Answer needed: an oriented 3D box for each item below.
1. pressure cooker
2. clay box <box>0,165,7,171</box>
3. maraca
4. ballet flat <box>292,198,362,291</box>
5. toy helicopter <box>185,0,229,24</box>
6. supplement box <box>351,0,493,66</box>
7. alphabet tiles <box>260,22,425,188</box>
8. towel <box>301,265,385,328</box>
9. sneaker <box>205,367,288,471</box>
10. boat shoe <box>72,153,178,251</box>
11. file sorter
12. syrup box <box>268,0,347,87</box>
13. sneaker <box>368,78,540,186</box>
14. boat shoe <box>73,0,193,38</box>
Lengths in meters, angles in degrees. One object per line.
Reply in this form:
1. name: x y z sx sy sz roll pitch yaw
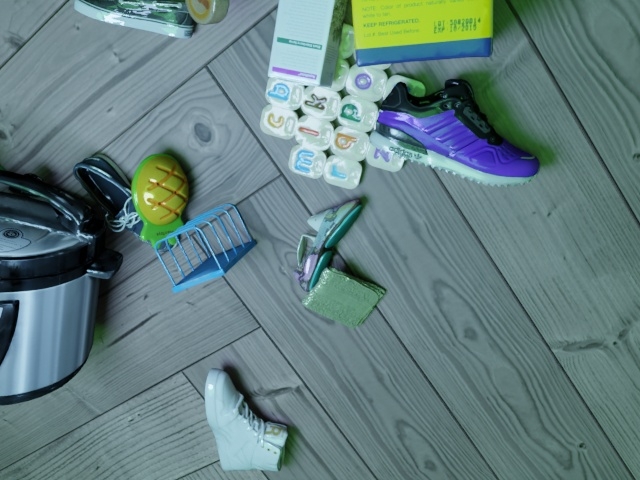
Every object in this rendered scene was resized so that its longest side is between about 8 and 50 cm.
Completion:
1. pressure cooker: -0.630 0.060 1.210 0.375 0.369 0.421 35 120 36
2. clay box: -0.786 -0.097 1.356 0.127 0.053 0.222 42 115 -5
3. maraca: -0.313 -0.078 1.203 0.099 0.127 0.186 10 106 40
4. ballet flat: 0.000 0.000 1.191 0.079 0.077 0.222 37 118 19
5. toy helicopter: -0.248 -0.511 0.991 0.235 0.140 0.355 -22 90 47
6. supplement box: 0.145 -0.448 0.886 0.194 0.195 0.357 -1 110 11
7. alphabet tiles: 0.036 -0.240 1.104 0.277 0.021 0.284 17 115 5
8. towel: 0.046 0.114 1.218 0.148 0.027 0.110 24 113 -27
9. sneaker: -0.156 0.408 1.382 0.169 0.108 0.293 -1 121 13
10. boat shoe: -0.399 -0.069 1.254 0.095 0.079 0.254 -34 101 22
11. file sorter: -0.223 0.008 1.193 0.118 0.170 0.105 -20 102 21
12. syrup box: -0.013 -0.376 0.999 0.096 0.093 0.237 15 105 12
13. sneaker: 0.239 -0.189 1.021 0.293 0.102 0.146 16 114 1
14. boat shoe: -0.332 -0.422 1.097 0.219 0.078 0.070 12 115 0
